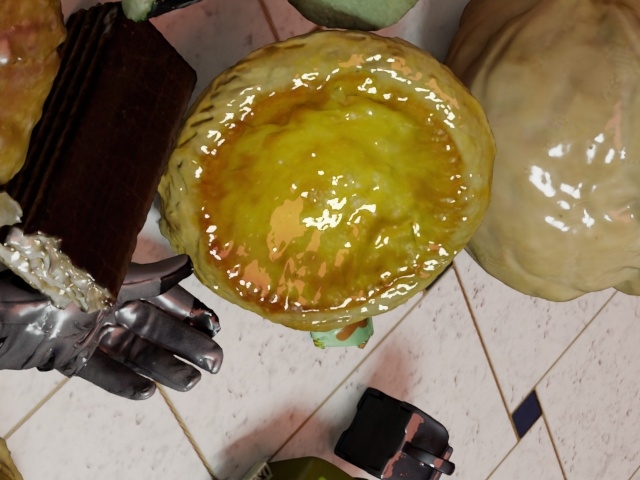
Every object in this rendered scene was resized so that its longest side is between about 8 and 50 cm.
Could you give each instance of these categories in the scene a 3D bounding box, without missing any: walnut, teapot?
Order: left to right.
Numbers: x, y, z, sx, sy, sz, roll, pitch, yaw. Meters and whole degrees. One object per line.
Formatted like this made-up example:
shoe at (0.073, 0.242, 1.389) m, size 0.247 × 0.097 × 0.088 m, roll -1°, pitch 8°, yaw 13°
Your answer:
teapot at (0.093, 0.227, 1.566) m, size 0.096 × 0.177 × 0.087 m, roll 32°, pitch 81°, yaw -23°
walnut at (0.289, -0.115, 1.500) m, size 0.381 × 0.381 × 0.381 m, roll -21°, pitch 121°, yaw -40°

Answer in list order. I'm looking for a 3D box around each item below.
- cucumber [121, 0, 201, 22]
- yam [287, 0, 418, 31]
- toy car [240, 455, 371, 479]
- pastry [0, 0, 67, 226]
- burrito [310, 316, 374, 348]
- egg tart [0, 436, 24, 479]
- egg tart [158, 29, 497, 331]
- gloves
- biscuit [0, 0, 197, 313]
cucumber at (-0.093, -0.239, 1.200) m, size 0.241 × 0.074 × 0.074 m, roll -33°, pitch 130°, yaw -54°
yam at (0.053, -0.321, 1.233) m, size 0.161 × 0.161 × 0.268 m, roll 62°, pitch 40°, yaw -41°
toy car at (-0.031, 0.320, 1.462) m, size 0.248 × 0.204 × 0.198 m, roll -47°, pitch 114°, yaw -46°
pastry at (-0.322, -0.140, 0.965) m, size 0.330 × 0.136 × 0.329 m, roll -21°, pitch 127°, yaw -32°
burrito at (0.000, 0.000, 1.448) m, size 0.104 × 0.054 × 0.288 m, roll -28°, pitch 127°, yaw -34°
egg tart at (-0.298, 0.343, 1.094) m, size 0.443 × 0.178 × 0.443 m, roll 8°, pitch 90°, yaw -71°
egg tart at (0.002, -0.065, 1.300) m, size 0.319 × 0.128 × 0.318 m, roll -5°, pitch 127°, yaw -6°
gloves at (-0.205, 0.064, 1.209) m, size 0.286 × 0.119 × 0.142 m, roll 11°, pitch 125°, yaw -34°
biscuit at (-0.181, -0.065, 1.146) m, size 0.106 × 0.070 × 0.252 m, roll 46°, pitch 48°, yaw -42°
